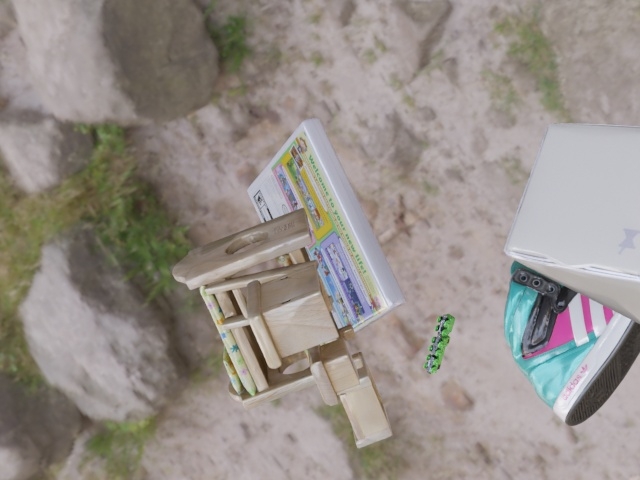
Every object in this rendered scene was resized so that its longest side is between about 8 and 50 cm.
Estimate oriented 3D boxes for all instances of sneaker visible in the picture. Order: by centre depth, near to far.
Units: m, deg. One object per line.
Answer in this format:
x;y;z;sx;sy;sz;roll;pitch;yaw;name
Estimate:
0.322;0.052;1.204;0.178;0.124;0.295;42;103;34;sneaker

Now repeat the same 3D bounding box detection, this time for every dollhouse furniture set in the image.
-0.022;0.099;0.691;0.161;0.101;0.181;-102;-9;-69;dollhouse furniture set

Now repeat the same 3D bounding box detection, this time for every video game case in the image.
0.000;0.000;1.093;0.212;0.023;0.193;65;152;9;video game case

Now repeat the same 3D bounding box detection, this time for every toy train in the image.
0.148;0.128;1.252;0.017;0.024;0.083;33;120;39;toy train

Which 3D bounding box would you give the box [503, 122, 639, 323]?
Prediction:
0.257;0.018;0.673;0.275;0.094;0.113;25;173;-38;box
